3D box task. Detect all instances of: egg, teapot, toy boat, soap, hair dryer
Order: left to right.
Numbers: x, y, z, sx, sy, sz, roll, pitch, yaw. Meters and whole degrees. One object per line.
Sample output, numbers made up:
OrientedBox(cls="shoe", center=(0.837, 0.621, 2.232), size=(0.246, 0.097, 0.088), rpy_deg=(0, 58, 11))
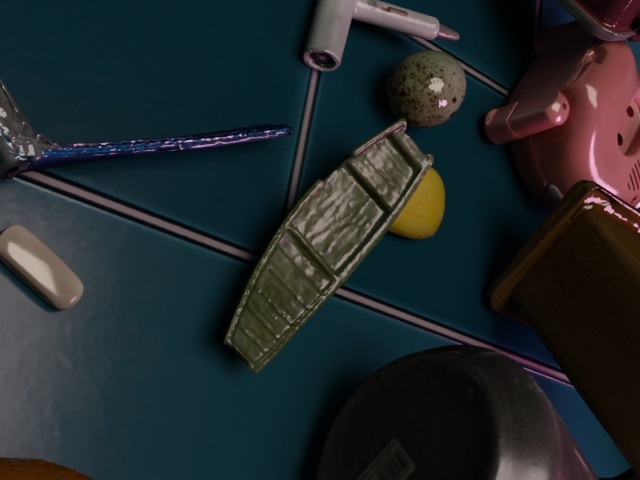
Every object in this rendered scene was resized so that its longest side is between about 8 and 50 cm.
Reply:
OrientedBox(cls="toy boat", center=(0.000, 0.000, 0.880), size=(0.093, 0.055, 0.293), rpy_deg=(49, 67, -22))
OrientedBox(cls="soap", center=(0.073, -0.055, 0.980), size=(0.168, 0.033, 0.089), rpy_deg=(16, 72, -34))
OrientedBox(cls="hair dryer", center=(0.079, -0.232, 0.994), size=(0.183, 0.044, 0.155), rpy_deg=(22, 68, -18))
OrientedBox(cls="egg", center=(0.120, -0.172, 1.009), size=(0.110, 0.085, 0.085), rpy_deg=(-43, 108, -43))
OrientedBox(cls="teapot", center=(0.173, 0.291, 0.869), size=(0.344, 0.253, 0.300), rpy_deg=(35, 77, -33))

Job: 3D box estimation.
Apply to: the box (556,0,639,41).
OrientedBox(cls="box", center=(0.352, -0.396, 1.108), size=(0.193, 0.167, 0.294), rpy_deg=(-14, 57, -40))

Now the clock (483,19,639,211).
OrientedBox(cls="clock", center=(0.354, -0.136, 1.153), size=(0.241, 0.142, 0.227), rpy_deg=(51, 55, -23))

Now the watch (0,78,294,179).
OrientedBox(cls="watch", center=(-0.185, -0.136, 0.786), size=(0.276, 0.068, 0.274), rpy_deg=(55, 49, -15))

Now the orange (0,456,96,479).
OrientedBox(cls="orange", center=(-0.217, 0.255, 0.609), size=(0.224, 0.170, 0.224), rpy_deg=(-5, 102, -26))

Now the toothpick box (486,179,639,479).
OrientedBox(cls="toothpick box", center=(0.353, 0.113, 0.972), size=(0.187, 0.190, 0.308), rpy_deg=(25, 23, -33))

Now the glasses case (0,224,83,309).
OrientedBox(cls="glasses case", center=(-0.230, 0.023, 0.737), size=(0.083, 0.021, 0.032), rpy_deg=(48, 57, -21))
